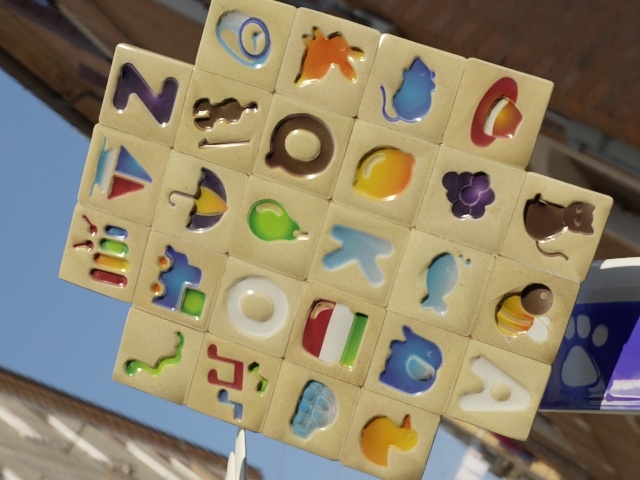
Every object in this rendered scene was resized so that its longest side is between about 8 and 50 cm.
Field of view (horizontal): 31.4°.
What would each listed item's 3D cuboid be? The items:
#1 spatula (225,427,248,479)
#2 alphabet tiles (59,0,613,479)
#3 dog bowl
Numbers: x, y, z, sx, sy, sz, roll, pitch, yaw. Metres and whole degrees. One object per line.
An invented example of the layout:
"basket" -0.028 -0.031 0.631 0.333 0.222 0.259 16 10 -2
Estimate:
"spatula" -0.065 0.284 0.918 0.168 0.019 0.242 117 152 -61
"alphabet tiles" 0.000 0.000 0.755 0.011 0.342 0.285 -35 -38 -75
"dog bowl" 0.284 0.080 0.857 0.265 0.264 0.104 20 -110 -64
